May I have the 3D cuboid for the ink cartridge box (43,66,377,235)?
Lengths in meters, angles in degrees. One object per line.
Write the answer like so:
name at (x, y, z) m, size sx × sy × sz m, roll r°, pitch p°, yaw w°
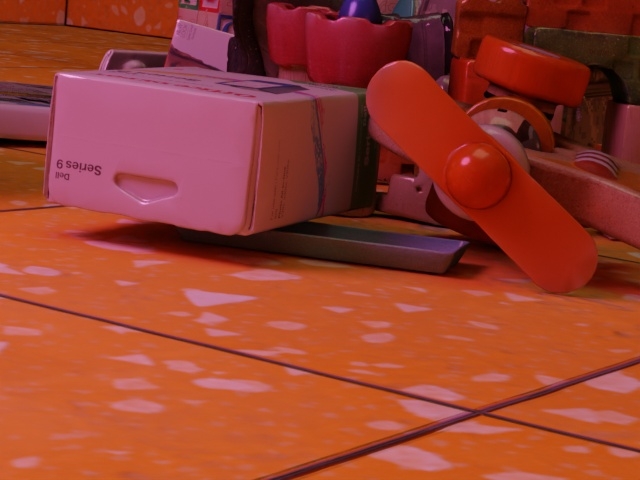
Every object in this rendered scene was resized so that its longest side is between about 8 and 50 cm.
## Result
ink cartridge box at (-0.068, -0.065, 1.199) m, size 0.154 × 0.093 × 0.212 m, roll 9°, pitch 11°, yaw 22°

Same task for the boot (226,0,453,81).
boot at (0.024, -0.216, 1.688) m, size 0.222 × 0.338 × 0.118 m, roll 2°, pitch 52°, yaw -4°

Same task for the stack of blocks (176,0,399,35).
stack of blocks at (-0.020, -0.205, 1.993) m, size 0.297 × 0.171 × 0.087 m, roll 0°, pitch 10°, yaw -36°

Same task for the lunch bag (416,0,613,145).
lunch bag at (0.233, -0.212, 1.913) m, size 0.212 × 0.256 × 0.305 m, roll 10°, pitch 10°, yaw 31°

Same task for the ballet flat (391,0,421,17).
ballet flat at (0.094, -0.185, 1.964) m, size 0.070 × 0.188 × 0.070 m, roll 16°, pitch -20°, yaw 6°

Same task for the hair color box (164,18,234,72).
hair color box at (-0.081, -0.165, 1.845) m, size 0.167 × 0.093 × 0.053 m, roll 15°, pitch 2°, yaw -1°

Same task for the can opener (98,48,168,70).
can opener at (-0.180, -0.188, 2.099) m, size 0.095 × 0.076 × 0.283 m, roll 13°, pitch 10°, yaw 36°

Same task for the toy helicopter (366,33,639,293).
toy helicopter at (0.176, -0.031, 1.148) m, size 0.355 × 0.140 × 0.235 m, roll 27°, pitch 13°, yaw 35°

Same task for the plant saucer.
plant saucer at (0.000, 0.000, 1.174) m, size 0.192 × 0.018 × 0.067 m, roll 8°, pitch 9°, yaw 14°

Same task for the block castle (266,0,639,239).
block castle at (0.188, -0.130, 1.497) m, size 0.453 × 0.213 × 0.303 m, roll 4°, pitch 9°, yaw -10°

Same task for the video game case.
video game case at (-0.311, -0.132, 1.761) m, size 0.329 × 0.036 × 0.300 m, roll 2°, pitch 9°, yaw -34°
